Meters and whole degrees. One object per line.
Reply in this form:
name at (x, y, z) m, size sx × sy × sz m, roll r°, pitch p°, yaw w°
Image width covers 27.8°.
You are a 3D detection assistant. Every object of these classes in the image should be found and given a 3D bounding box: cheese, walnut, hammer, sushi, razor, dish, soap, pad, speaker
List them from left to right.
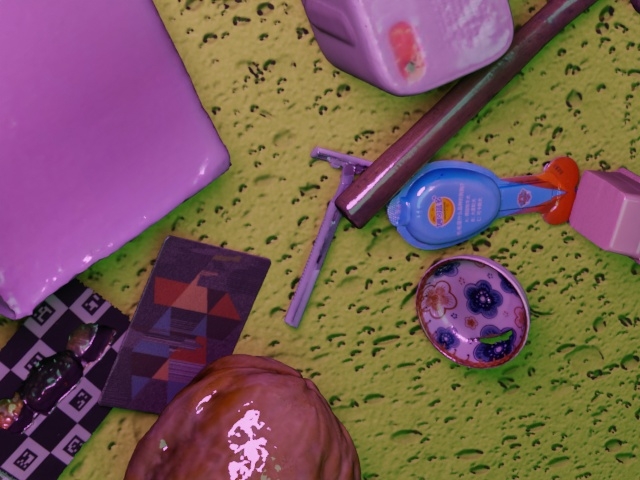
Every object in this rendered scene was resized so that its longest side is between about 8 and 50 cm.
sushi at (-0.298, 0.146, 1.394) m, size 0.215 × 0.050 × 0.192 m, roll -51°, pitch 141°, yaw -6°
soap at (-0.263, -0.122, 1.243) m, size 0.285 × 0.107 × 0.296 m, roll -35°, pitch 117°, yaw -22°
pad at (-0.150, 0.102, 1.444) m, size 0.143 × 0.003 × 0.211 m, roll 14°, pitch 106°, yaw -35°
walnut at (-0.083, 0.270, 1.423) m, size 0.282 × 0.227 × 0.283 m, roll -2°, pitch 102°, yaw -8°
razor at (0.002, 0.003, 1.453) m, size 0.084 × 0.036 × 0.211 m, roll 14°, pitch 105°, yaw -19°
speaker at (0.046, -0.345, 1.250) m, size 0.183 × 0.184 × 0.406 m, roll -25°, pitch 115°, yaw -8°
dish at (0.191, 0.072, 1.517) m, size 0.078 × 0.141 × 0.141 m, roll -35°, pitch 130°, yaw -54°
cheese at (0.191, -0.047, 1.493) m, size 0.256 × 0.037 × 0.106 m, roll -7°, pitch 114°, yaw -22°
hammer at (0.188, -0.175, 1.412) m, size 0.440 × 0.044 × 0.168 m, roll -44°, pitch 127°, yaw -1°

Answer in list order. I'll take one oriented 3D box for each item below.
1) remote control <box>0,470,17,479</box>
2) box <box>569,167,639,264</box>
remote control at (-0.389, 0.232, 1.375) m, size 0.078 × 0.042 × 0.221 m, roll -46°, pitch 140°, yaw -13°
box at (0.343, -0.031, 1.496) m, size 0.062 × 0.122 × 0.089 m, roll 7°, pitch 108°, yaw -20°
